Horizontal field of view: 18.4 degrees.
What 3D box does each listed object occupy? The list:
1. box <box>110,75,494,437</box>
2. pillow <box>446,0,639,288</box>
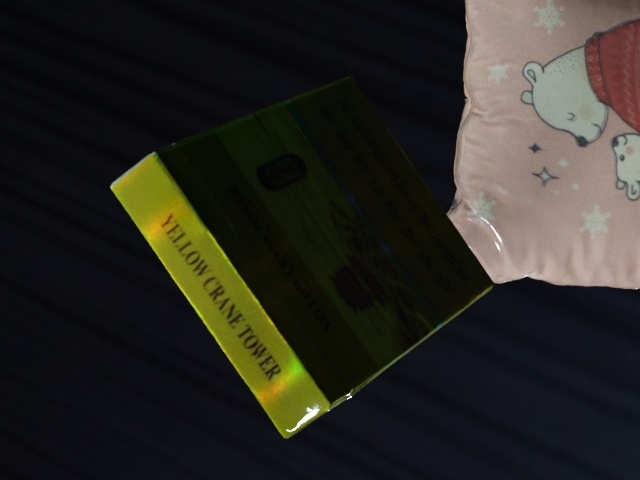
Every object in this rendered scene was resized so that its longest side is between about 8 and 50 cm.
[{"bbox_3d":[0.000,0.000,0.838,0.030,0.121,0.193,-37,176,28],"label":"box"},{"bbox_3d":[0.189,-0.076,1.250,0.084,0.223,0.236,178,-85,-76],"label":"pillow"}]
